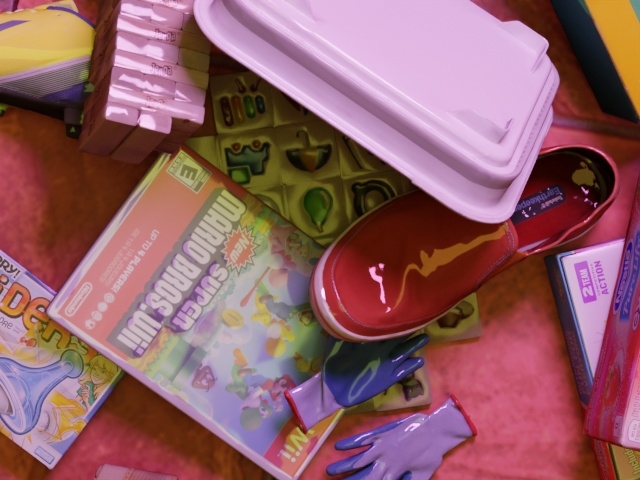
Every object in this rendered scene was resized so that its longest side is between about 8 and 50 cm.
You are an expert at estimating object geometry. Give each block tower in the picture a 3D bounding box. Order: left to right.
[{"bbox_3d":[-0.147,-0.238,1.572,0.091,0.097,0.335,13,69,-21],"label":"block tower"}]

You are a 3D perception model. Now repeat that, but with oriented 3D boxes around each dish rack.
[{"bbox_3d":[0.071,-0.181,1.557,0.333,0.285,0.072,34,126,-2],"label":"dish rack"}]

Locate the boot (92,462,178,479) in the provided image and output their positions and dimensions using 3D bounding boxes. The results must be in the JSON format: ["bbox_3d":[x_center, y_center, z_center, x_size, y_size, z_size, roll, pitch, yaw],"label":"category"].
[{"bbox_3d":[-0.152,0.346,1.595,0.207,0.090,0.248,23,82,-1],"label":"boot"}]

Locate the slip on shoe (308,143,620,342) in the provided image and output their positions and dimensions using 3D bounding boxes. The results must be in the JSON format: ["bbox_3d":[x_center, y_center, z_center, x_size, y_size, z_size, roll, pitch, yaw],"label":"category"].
[{"bbox_3d":[0.137,-0.008,1.599,0.331,0.101,0.123,-24,83,-19],"label":"slip on shoe"}]

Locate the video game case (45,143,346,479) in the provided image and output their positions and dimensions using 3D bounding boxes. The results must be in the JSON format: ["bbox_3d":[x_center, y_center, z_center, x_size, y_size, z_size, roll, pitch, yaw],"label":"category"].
[{"bbox_3d":[-0.083,0.068,1.619,0.285,0.025,0.204,37,84,-10],"label":"video game case"}]

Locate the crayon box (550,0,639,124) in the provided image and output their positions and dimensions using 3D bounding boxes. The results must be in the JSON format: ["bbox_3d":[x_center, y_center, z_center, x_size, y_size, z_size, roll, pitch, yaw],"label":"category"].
[{"bbox_3d":[0.371,-0.336,1.629,0.363,0.106,0.313,-30,107,-6],"label":"crayon box"}]

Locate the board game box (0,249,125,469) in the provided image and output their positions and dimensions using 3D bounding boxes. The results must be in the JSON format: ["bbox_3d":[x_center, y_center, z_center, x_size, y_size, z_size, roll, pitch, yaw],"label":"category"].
[{"bbox_3d":[-0.290,0.101,1.623,0.201,0.035,0.136,37,85,-3],"label":"board game box"}]

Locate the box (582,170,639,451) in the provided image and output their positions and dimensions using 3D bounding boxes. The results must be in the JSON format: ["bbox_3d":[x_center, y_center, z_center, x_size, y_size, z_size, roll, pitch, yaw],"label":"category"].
[{"bbox_3d":[0.354,0.052,1.562,0.154,0.142,0.300,13,86,-4],"label":"box"}]

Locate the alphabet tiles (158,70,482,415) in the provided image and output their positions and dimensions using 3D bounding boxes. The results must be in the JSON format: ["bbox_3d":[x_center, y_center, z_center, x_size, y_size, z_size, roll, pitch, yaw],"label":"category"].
[{"bbox_3d":[0.000,0.000,1.666,0.285,0.011,0.342,-8,88,-6],"label":"alphabet tiles"}]

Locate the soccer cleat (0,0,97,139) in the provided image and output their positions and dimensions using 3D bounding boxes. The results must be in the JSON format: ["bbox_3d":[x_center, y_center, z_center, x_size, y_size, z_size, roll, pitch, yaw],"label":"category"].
[{"bbox_3d":[-0.283,-0.177,1.615,0.289,0.093,0.121,16,77,-6],"label":"soccer cleat"}]

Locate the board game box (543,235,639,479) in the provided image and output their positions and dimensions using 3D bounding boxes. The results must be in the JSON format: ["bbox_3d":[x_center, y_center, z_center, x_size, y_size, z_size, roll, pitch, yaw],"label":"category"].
[{"bbox_3d":[0.400,0.090,1.669,0.316,0.064,0.242,-14,89,-5],"label":"board game box"}]

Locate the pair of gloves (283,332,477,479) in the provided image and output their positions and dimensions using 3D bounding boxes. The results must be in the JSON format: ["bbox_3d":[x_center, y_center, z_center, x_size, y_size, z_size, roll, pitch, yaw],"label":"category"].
[{"bbox_3d":[0.054,0.157,1.630,0.159,0.023,0.198,-33,109,-14],"label":"pair of gloves"}]
